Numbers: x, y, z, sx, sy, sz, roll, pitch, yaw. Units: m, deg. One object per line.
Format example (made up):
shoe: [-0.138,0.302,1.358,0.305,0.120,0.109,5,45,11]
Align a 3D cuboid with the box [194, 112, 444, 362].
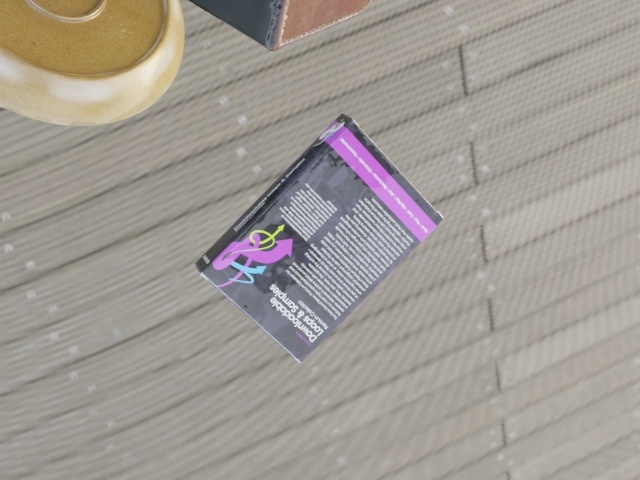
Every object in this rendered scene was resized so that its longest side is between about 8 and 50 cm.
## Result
box: [0.000,0.000,0.813,0.162,0.029,0.116,-45,116,-2]

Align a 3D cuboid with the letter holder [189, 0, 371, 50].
letter holder: [0.009,-0.315,0.706,0.214,0.152,0.302,-31,147,-44]

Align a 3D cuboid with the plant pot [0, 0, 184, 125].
plant pot: [-0.214,-0.203,0.862,0.236,0.236,0.032,4,153,-32]
